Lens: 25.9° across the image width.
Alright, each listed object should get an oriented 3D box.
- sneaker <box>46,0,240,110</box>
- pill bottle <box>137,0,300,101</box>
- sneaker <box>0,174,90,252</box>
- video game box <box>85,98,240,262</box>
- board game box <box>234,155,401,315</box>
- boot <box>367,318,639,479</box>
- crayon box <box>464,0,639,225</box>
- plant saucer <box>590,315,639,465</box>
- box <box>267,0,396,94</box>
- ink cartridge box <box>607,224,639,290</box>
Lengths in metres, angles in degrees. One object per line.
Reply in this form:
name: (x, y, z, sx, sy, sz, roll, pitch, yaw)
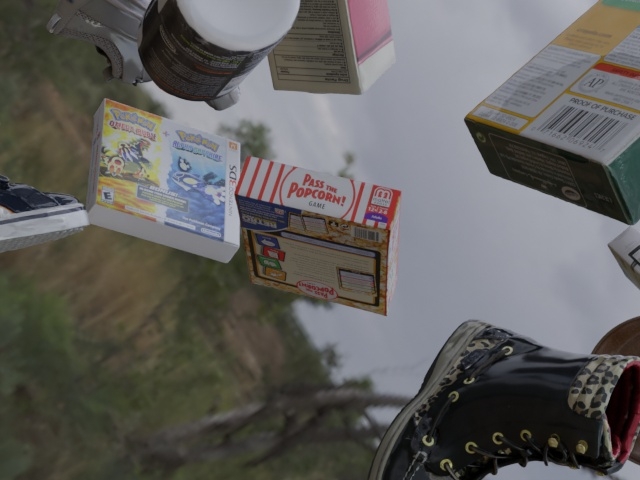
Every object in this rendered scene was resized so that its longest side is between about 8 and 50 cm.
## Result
sneaker: (-0.209, -0.228, 1.651, 0.281, 0.115, 0.105, 36, 10, -42)
pill bottle: (-0.117, -0.221, 1.444, 0.130, 0.130, 0.245, 59, -22, -1)
sneaker: (-0.405, -0.041, 1.504, 0.126, 0.321, 0.127, -20, -98, 53)
video game box: (-0.204, -0.080, 1.840, 0.205, 0.048, 0.187, 17, 46, -23)
board game box: (0.000, 0.000, 1.326, 0.146, 0.045, 0.193, 14, -25, 8)
boot: (0.150, 0.173, 1.139, 0.178, 0.236, 0.085, 7, -34, 42)
crayon box: (0.326, -0.166, 1.351, 0.203, 0.323, 0.083, 27, -26, 53)
plant saucer: (0.419, 0.180, 1.681, 0.199, 0.198, 0.036, 59, 25, 1)
box: (0.005, -0.338, 1.975, 0.148, 0.127, 0.232, 7, -57, 28)
ink cartridge box: (0.277, 0.030, 1.146, 0.048, 0.028, 0.083, 51, 2, -38)
